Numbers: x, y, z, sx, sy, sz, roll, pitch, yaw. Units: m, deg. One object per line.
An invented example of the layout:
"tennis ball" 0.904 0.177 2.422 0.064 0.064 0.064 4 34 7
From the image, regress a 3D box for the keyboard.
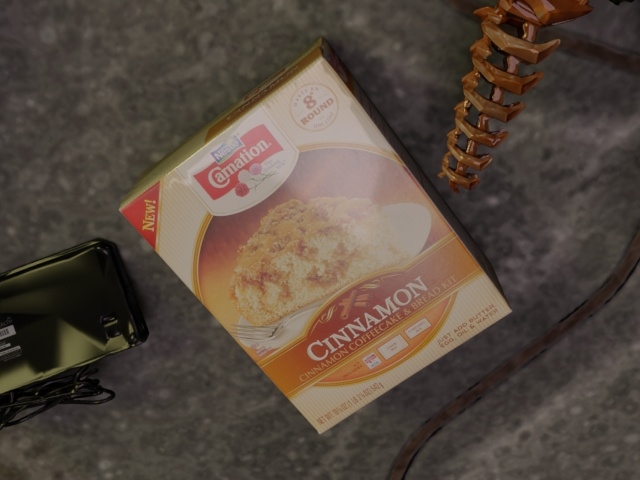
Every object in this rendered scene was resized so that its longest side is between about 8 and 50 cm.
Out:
"keyboard" -0.204 0.074 0.552 0.192 0.038 0.100 -20 88 8

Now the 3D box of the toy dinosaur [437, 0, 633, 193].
"toy dinosaur" 0.187 -0.155 0.425 0.218 0.164 0.322 42 125 -1

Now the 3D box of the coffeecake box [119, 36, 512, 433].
"coffeecake box" 0.000 0.000 0.500 0.142 0.068 0.185 -35 108 13
